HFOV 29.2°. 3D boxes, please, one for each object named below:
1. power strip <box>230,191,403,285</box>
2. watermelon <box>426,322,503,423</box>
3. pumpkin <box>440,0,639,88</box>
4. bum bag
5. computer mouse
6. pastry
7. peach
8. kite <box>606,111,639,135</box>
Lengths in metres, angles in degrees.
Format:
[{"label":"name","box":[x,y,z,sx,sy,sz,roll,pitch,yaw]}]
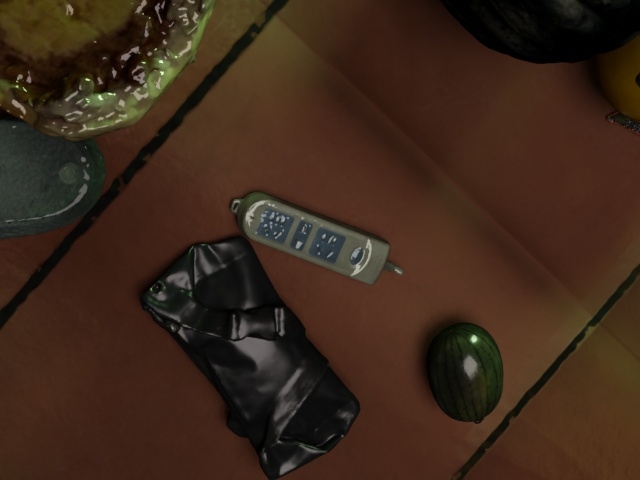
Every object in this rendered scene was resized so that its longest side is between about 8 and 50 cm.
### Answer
[{"label":"power strip","box":[0.000,0.000,1.192,0.191,0.030,0.047,21,99,-23]},{"label":"watermelon","box":[0.149,0.137,1.260,0.078,0.078,0.110,-14,111,-15]},{"label":"pumpkin","box":[0.252,-0.262,1.053,0.296,0.296,0.296,-5,107,-18]},{"label":"bum bag","box":[-0.063,0.114,1.187,0.123,0.060,0.248,-36,113,-5]},{"label":"computer mouse","box":[-0.299,-0.053,1.053,0.229,0.068,0.113,-1,88,-8]},{"label":"pastry","box":[-0.203,-0.216,0.983,0.256,0.170,0.237,35,89,2]},{"label":"peach","box":[0.351,-0.198,1.207,0.179,0.103,0.179,-12,117,-24]},{"label":"kite","box":[0.386,-0.110,1.306,0.190,0.010,0.159,26,97,-22]}]
